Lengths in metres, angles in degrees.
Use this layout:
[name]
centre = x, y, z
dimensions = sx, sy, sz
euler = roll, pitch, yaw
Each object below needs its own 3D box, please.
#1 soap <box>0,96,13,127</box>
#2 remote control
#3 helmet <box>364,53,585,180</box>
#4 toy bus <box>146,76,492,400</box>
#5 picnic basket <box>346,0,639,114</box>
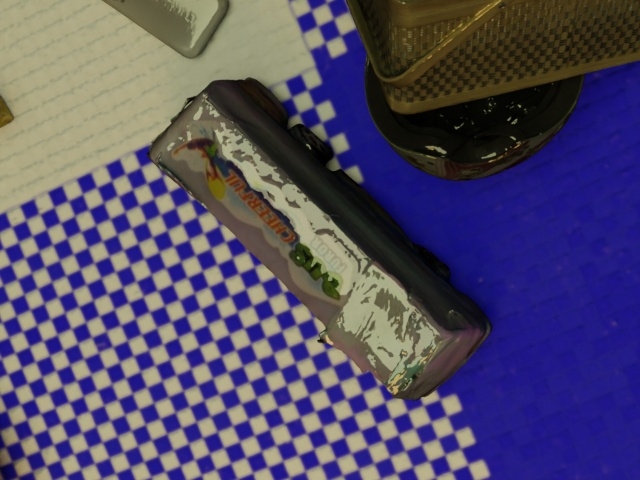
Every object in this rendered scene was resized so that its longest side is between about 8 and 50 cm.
[soap]
centre = -0.408, -0.068, 1.362
dimensions = 0.252, 0.092, 0.037
euler = -28, 85, 14
[remote control]
centre = -0.201, -0.259, 1.328
dimensions = 0.261, 0.029, 0.067
euler = 35, 102, 9
[helmet]
centre = 0.126, -0.116, 1.218
dimensions = 0.177, 0.107, 0.153
euler = -15, 63, -3
[toy bus]
centre = 0.000, 0.000, 1.244
dimensions = 0.317, 0.138, 0.112
euler = 43, 104, 9
[picnic basket]
centre = 0.150, -0.217, 1.130
dimensions = 0.267, 0.139, 0.165
euler = -13, 60, -4
